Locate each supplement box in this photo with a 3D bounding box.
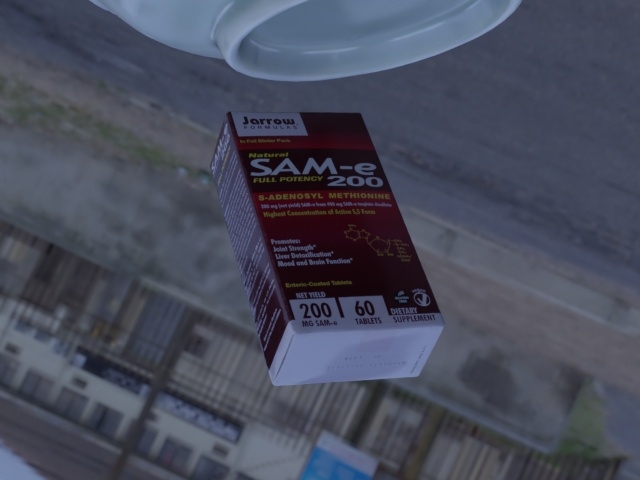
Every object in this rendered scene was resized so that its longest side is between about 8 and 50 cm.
[{"bbox_3d":[0.000,0.000,1.122,0.130,0.073,0.239,-2,-131,-22],"label":"supplement box"}]

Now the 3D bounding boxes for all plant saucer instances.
[{"bbox_3d":[0.028,-0.190,0.937,0.400,0.101,0.400,-12,170,-2],"label":"plant saucer"}]
